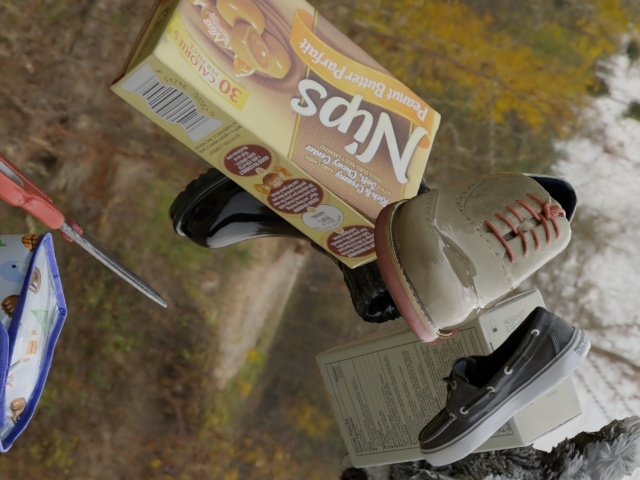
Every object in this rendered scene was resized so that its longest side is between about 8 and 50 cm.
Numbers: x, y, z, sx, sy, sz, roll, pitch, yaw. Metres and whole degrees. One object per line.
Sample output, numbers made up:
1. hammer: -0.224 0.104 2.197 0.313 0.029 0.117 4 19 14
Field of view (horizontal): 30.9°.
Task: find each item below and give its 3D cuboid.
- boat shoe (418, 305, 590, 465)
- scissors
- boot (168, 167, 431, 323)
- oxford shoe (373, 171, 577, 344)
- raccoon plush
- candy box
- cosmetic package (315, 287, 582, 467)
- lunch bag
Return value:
1. boat shoe: 0.164 0.143 1.159 0.228 0.076 0.080 -44 -172 37
2. scissors: -0.204 -0.012 0.900 0.021 0.297 0.109 -44 -146 -3
3. boot: 0.000 -0.002 1.466 0.131 0.348 0.260 70 -1 -68
4. oxford shoe: 0.145 -0.009 1.020 0.130 0.123 0.348 -26 -175 24
5. raccoon plush: 0.237 0.339 1.724 0.299 0.446 0.216 -135 -144 -59
6. candy box: -0.033 -0.136 1.151 0.087 0.316 0.183 -24 -143 46
7. cosmetic package: 0.145 0.172 1.394 0.113 0.160 0.309 -18 179 -38
8. lunch bag: -0.602 0.165 1.805 0.385 0.327 0.239 -84 173 -47
